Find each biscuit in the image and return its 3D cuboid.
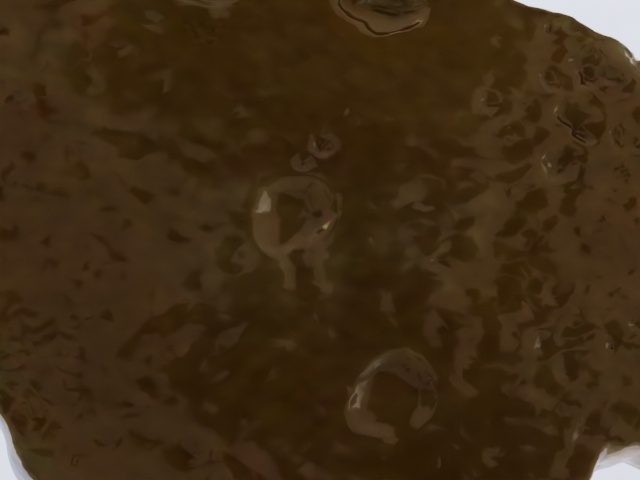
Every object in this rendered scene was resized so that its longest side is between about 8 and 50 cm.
[{"bbox_3d":[-0.001,0.002,0.705,0.376,0.051,0.269,18,-111,0],"label":"biscuit"}]
